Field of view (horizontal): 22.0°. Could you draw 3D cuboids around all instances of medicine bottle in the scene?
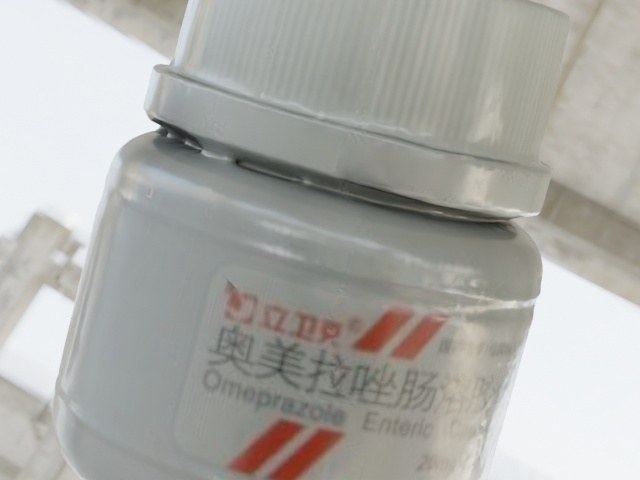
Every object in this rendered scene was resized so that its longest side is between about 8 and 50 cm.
[{"bbox_3d":[0.000,0.000,0.897,0.245,0.306,0.245,14,7,-2],"label":"medicine bottle"}]
